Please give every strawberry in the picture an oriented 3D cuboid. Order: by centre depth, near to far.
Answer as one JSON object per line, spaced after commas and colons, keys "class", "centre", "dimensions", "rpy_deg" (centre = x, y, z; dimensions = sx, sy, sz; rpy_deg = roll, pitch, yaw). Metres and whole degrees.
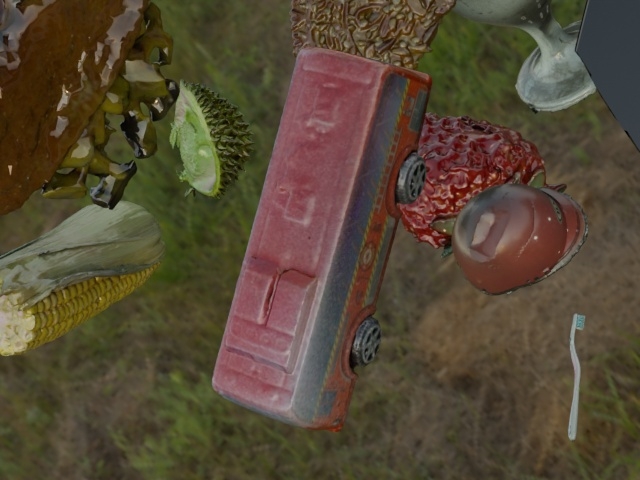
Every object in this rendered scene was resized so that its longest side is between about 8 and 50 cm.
{"class": "strawberry", "centre": [0.145, -0.089, 1.340], "dimensions": [0.174, 0.098, 0.228], "rpy_deg": [-13, 35, -13]}

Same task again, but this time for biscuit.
{"class": "biscuit", "centre": [0.042, -0.196, 1.030], "dimensions": [0.206, 0.126, 0.025], "rpy_deg": [-63, -4, -3]}

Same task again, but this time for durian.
{"class": "durian", "centre": [-0.139, -0.114, 1.631], "dimensions": [0.100, 0.215, 0.086], "rpy_deg": [23, 51, 17]}

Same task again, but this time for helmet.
{"class": "helmet", "centre": [0.114, -0.009, 0.766], "dimensions": [0.084, 0.049, 0.065], "rpy_deg": [-31, 54, 10]}

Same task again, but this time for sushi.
{"class": "sushi", "centre": [-0.228, -0.112, 0.936], "dimensions": [0.167, 0.179, 0.296], "rpy_deg": [21, 76, 28]}

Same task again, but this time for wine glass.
{"class": "wine glass", "centre": [0.173, -0.237, 1.171], "dimensions": [0.126, 0.241, 0.126], "rpy_deg": [-27, 38, 24]}

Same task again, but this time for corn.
{"class": "corn", "centre": [-0.297, 0.036, 1.485], "dimensions": [0.122, 0.123, 0.305], "rpy_deg": [-54, -9, 29]}

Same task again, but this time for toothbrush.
{"class": "toothbrush", "centre": [0.377, 0.201, 1.904], "dimensions": [0.022, 0.017, 0.204], "rpy_deg": [6, 63, 7]}

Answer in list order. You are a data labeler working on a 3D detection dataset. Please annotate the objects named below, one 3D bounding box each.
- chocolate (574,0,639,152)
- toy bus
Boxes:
{"class": "chocolate", "centre": [0.286, -0.108, 0.761], "dimensions": [0.224, 0.177, 0.206], "rpy_deg": [15, 93, 24]}
{"class": "toy bus", "centre": [0.000, 0.000, 0.644], "dimensions": [0.065, 0.077, 0.192], "rpy_deg": [17, 94, 28]}
